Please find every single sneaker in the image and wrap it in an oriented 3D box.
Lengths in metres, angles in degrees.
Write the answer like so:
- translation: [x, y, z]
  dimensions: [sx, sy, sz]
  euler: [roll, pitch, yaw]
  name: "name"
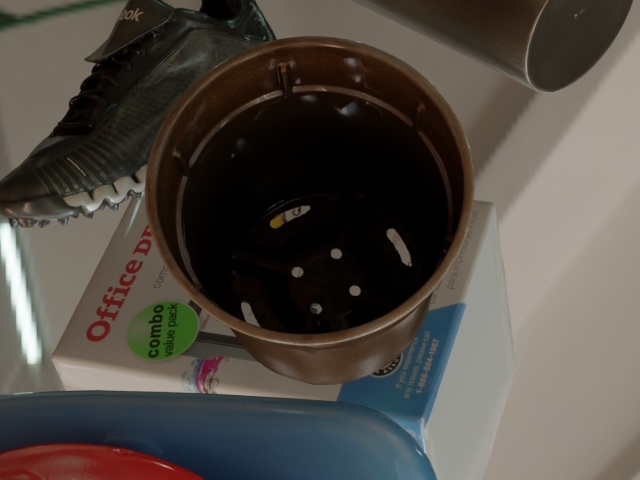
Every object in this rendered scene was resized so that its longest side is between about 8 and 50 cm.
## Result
- translation: [-0.113, -0.092, 1.003]
  dimensions: [0.078, 0.234, 0.106]
  euler: [2, -61, 50]
  name: "sneaker"

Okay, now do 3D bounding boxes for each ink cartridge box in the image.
- translation: [-0.017, 0.089, 1.201]
  dimensions: [0.197, 0.270, 0.198]
  euler: [76, 28, -47]
  name: "ink cartridge box"

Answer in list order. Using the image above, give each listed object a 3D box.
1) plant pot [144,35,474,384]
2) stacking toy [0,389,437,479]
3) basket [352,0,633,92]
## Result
- translation: [0.000, 0.000, 0.902]
  dimensions: [0.165, 0.167, 0.167]
  euler: [79, 0, -69]
  name: "plant pot"
- translation: [-0.097, 0.132, 0.295]
  dimensions: [0.166, 0.302, 0.175]
  euler: [-3, -88, 25]
  name: "stacking toy"
- translation: [0.121, -0.224, 1.292]
  dimensions: [0.227, 0.154, 0.204]
  euler: [39, -31, 30]
  name: "basket"
